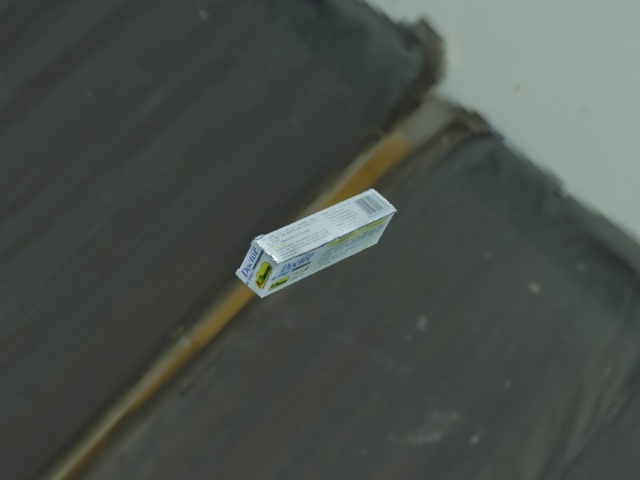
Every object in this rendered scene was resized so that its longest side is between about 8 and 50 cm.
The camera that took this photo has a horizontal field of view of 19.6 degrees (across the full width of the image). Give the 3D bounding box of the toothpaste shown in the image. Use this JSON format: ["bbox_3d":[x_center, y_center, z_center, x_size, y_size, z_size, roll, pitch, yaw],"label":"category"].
[{"bbox_3d":[0.000,0.000,1.579,0.034,0.164,0.046,44,130,19],"label":"toothpaste"}]
